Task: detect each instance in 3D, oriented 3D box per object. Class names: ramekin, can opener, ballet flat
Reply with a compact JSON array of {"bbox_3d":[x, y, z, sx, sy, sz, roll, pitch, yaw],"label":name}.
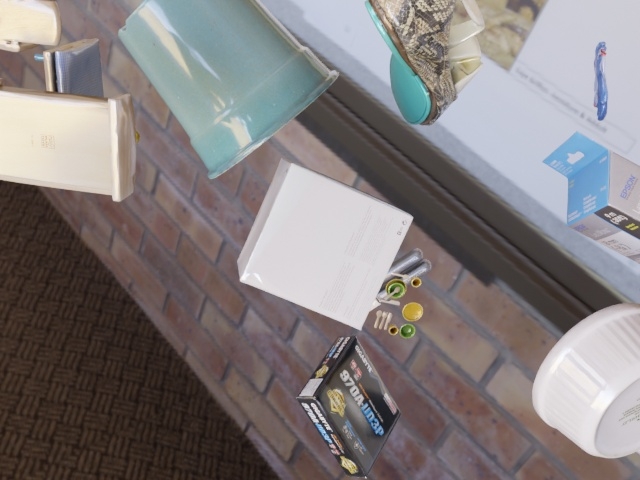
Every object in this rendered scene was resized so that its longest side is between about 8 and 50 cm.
[{"bbox_3d":[0.510,0.250,1.254,0.273,0.272,0.127,1,30,-27],"label":"ramekin"},{"bbox_3d":[0.154,0.125,1.860,0.074,0.280,0.093,52,15,-12],"label":"can opener"},{"bbox_3d":[0.201,-0.331,1.279,0.164,0.182,0.483,64,6,14],"label":"ballet flat"}]

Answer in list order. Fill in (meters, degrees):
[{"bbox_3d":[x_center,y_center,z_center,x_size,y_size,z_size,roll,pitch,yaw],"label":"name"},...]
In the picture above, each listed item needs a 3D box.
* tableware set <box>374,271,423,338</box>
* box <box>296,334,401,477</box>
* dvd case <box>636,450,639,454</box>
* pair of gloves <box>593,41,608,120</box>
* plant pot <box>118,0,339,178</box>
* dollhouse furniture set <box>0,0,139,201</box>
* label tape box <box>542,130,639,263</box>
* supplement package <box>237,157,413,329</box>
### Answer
[{"bbox_3d":[0.188,0.149,1.665,0.104,0.154,0.024,13,19,-9],"label":"tableware set"},{"bbox_3d":[0.061,0.325,1.441,0.175,0.051,0.220,-50,119,-42],"label":"box"},{"bbox_3d":[0.699,0.408,1.612,0.221,0.164,0.018,40,64,3],"label":"dvd case"},{"bbox_3d":[0.639,-0.363,1.667,0.023,0.159,0.198,0,23,15],"label":"pair of gloves"},{"bbox_3d":[-0.200,-0.356,1.469,0.334,0.341,0.341,50,35,-13],"label":"plant pot"},{"bbox_3d":[-0.322,-0.224,1.069,0.198,0.286,0.303,8,23,9],"label":"dollhouse furniture set"},{"bbox_3d":[0.596,-0.063,1.452,0.334,0.105,0.240,29,-7,5],"label":"label tape box"},{"bbox_3d":[0.000,0.000,1.151,0.203,0.194,0.149,23,6,-12],"label":"supplement package"}]
